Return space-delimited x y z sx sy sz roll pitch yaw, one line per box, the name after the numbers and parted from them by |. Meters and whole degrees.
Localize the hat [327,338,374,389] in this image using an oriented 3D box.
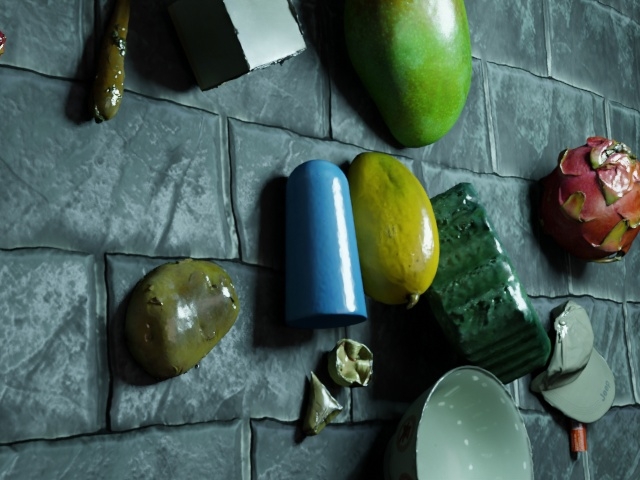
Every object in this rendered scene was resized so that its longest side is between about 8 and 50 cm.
0.045 0.209 1.848 0.076 0.059 0.077 23 59 -24 | hat

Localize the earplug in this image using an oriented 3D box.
0.000 0.000 1.803 0.132 0.132 0.272 11 69 -45 | earplug

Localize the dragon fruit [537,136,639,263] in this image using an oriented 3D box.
0.581 -0.081 2.358 0.315 0.250 0.250 85 5 -76 | dragon fruit

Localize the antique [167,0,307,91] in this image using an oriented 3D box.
-0.132 -0.325 1.715 0.147 0.148 0.151 -31 103 -47 | antique

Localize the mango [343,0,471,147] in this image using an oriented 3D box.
0.159 -0.344 1.998 0.225 0.201 0.381 -24 119 -26 | mango

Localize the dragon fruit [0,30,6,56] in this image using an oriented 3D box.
-0.477 -0.225 1.374 0.190 0.094 0.094 -42 112 -31 | dragon fruit

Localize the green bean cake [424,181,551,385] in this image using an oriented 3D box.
0.280 0.089 2.008 0.308 0.169 0.300 48 18 -59 | green bean cake

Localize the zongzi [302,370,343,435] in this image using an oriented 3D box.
-0.013 0.265 1.790 0.076 0.040 0.083 -38 97 -38 | zongzi

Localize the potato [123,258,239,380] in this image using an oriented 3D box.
-0.188 0.112 1.606 0.200 0.081 0.164 -45 115 -40 | potato

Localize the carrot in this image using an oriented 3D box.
-0.299 -0.282 1.610 0.049 0.049 0.254 27 58 -40 | carrot

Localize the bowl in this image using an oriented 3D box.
0.213 0.390 1.909 0.337 0.158 0.337 15 70 -45 | bowl

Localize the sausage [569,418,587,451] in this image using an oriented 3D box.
0.546 0.384 2.357 0.034 0.034 0.129 10 73 -45 | sausage

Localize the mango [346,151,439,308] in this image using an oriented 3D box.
0.111 -0.021 1.888 0.119 0.177 0.316 38 37 -54 | mango

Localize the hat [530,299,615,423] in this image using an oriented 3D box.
0.552 0.248 2.310 0.245 0.149 0.214 29 57 -11 | hat
